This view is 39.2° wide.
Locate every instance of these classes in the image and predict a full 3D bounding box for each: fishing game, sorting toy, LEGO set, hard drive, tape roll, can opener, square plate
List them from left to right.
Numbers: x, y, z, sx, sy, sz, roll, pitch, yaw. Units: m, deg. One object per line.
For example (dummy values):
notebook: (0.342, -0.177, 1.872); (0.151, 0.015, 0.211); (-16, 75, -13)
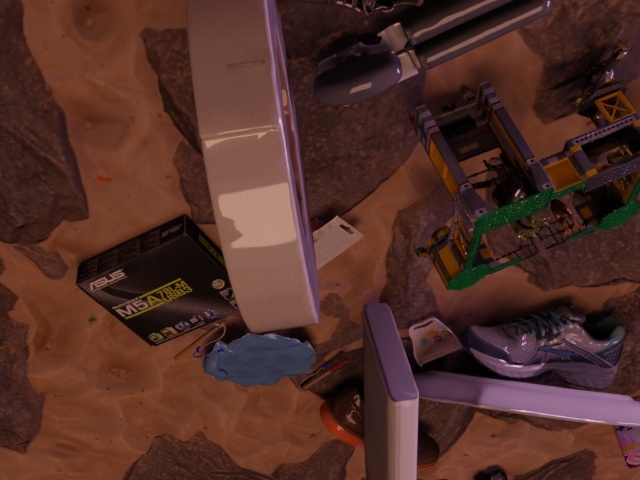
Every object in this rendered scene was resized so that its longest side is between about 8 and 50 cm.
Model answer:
tape roll: (-0.061, -0.102, 0.896); (0.072, 0.392, 0.392); (-8, 137, 2)
fishing game: (-0.098, 0.189, 1.460); (0.264, 0.041, 0.189); (18, 140, -31)
hard drive: (0.106, 0.308, 1.402); (0.047, 0.233, 0.353); (-5, 121, -6)
can opener: (0.126, -0.221, 1.015); (0.280, 0.093, 0.074); (-25, 133, 12)
sorting toy: (0.181, 0.156, 1.457); (0.083, 0.045, 0.075); (-25, 126, 21)
can opener: (0.368, 0.540, 1.876); (0.073, 0.059, 0.186); (-18, 136, 11)
LEGO set: (0.249, -0.101, 1.123); (0.331, 0.192, 0.255); (-25, 155, 0)
square plate: (0.330, 0.253, 1.460); (0.344, 0.049, 0.347); (9, 173, -16)

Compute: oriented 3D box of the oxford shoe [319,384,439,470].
oxford shoe: (0.130, 0.337, 1.606); (0.271, 0.097, 0.098); (29, 121, -32)

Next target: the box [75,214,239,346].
box: (-0.222, 0.065, 1.305); (0.191, 0.045, 0.184); (-23, 137, 16)

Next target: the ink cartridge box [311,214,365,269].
ink cartridge box: (0.000, 0.000, 1.275); (0.115, 0.029, 0.063); (-36, 129, 26)

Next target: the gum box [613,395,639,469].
gum box: (0.640, 0.338, 1.656); (0.188, 0.107, 0.062); (-20, 135, 14)

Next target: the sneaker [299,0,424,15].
sneaker: (0.040, -0.272, 0.960); (0.158, 0.065, 0.061); (-5, 137, -2)

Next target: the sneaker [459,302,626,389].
sneaker: (0.360, 0.151, 1.448); (0.283, 0.110, 0.122); (8, 116, -17)
